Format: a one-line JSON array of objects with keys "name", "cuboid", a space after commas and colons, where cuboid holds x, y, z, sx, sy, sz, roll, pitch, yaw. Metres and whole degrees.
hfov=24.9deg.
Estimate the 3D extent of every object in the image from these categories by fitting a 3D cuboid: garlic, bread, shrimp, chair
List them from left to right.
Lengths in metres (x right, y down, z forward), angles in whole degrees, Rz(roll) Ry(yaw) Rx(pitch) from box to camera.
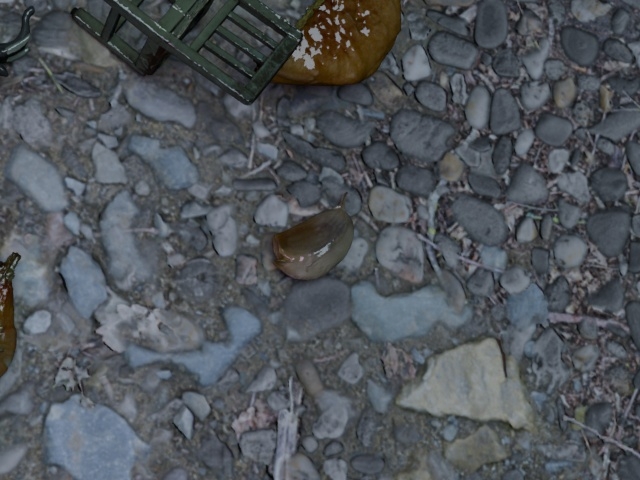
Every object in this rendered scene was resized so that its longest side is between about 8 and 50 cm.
[{"name": "shrimp", "cuboid": [-0.419, 0.099, 1.820, 0.091, 0.043, 0.184, 19, 80, -21]}, {"name": "chair", "cuboid": [-0.179, -0.283, 1.918, 0.270, 0.147, 0.136, 37, 68, -5]}, {"name": "garlic", "cuboid": [0.003, 0.000, 1.960, 0.152, 0.066, 0.084, -30, 87, -19]}, {"name": "bread", "cuboid": [0.030, -0.283, 1.999, 0.134, 0.129, 0.260, 43, 71, -6]}]

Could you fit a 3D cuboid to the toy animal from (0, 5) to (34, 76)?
[{"name": "toy animal", "cuboid": [-0.462, -0.195, 1.843, 0.269, 0.082, 0.137, -24, 88, -20]}]
